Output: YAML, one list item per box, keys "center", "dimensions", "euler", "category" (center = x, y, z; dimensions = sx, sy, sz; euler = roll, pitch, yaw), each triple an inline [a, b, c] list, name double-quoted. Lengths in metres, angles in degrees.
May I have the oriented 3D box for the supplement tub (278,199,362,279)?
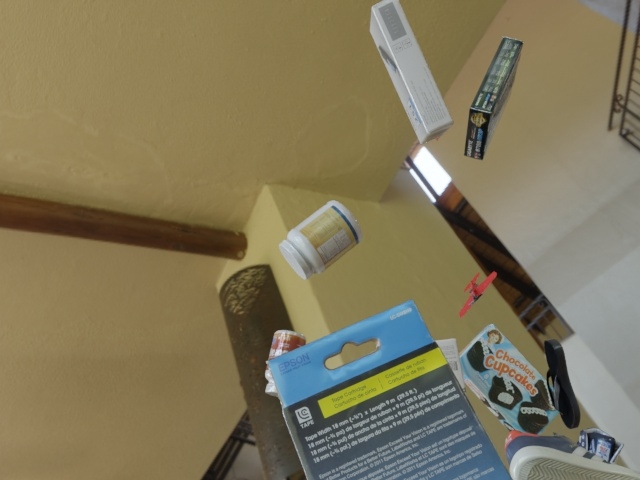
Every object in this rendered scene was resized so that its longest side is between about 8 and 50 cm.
- center: [0.000, 0.000, 1.414]
  dimensions: [0.199, 0.144, 0.144]
  euler: [-38, -40, -13]
  category: "supplement tub"

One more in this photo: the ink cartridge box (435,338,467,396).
- center: [0.302, 0.403, 1.426]
  dimensions: [0.171, 0.238, 0.100]
  euler: [-3, -17, -14]
  category: "ink cartridge box"

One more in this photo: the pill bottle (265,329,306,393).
- center: [-0.126, 0.436, 1.814]
  dimensions: [0.121, 0.216, 0.121]
  euler: [9, -26, 5]
  category: "pill bottle"

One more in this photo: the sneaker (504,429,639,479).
- center: [0.548, 0.481, 1.068]
  dimensions: [0.349, 0.148, 0.131]
  euler: [23, -80, -2]
  category: "sneaker"

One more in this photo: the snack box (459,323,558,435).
- center: [0.578, 0.442, 1.597]
  dimensions: [0.187, 0.322, 0.060]
  euler: [-39, -11, -18]
  category: "snack box"

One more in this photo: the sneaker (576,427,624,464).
- center: [0.623, 0.539, 1.160]
  dimensions: [0.099, 0.282, 0.153]
  euler: [15, -70, 17]
  category: "sneaker"

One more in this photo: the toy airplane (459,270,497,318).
- center: [0.397, 0.126, 1.324]
  dimensions: [0.151, 0.028, 0.151]
  euler: [-54, -5, -7]
  category: "toy airplane"

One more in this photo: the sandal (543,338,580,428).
- center: [0.663, 0.404, 1.449]
  dimensions: [0.054, 0.255, 0.097]
  euler: [-15, 0, -2]
  category: "sandal"

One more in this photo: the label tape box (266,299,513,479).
- center: [0.096, 0.285, 0.710]
  dimensions: [0.240, 0.334, 0.106]
  euler: [-21, -28, -7]
  category: "label tape box"

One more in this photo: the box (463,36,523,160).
- center: [0.398, -0.323, 1.191]
  dimensions: [0.220, 0.051, 0.175]
  euler: [-62, -21, -19]
  category: "box"

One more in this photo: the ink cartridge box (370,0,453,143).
- center: [0.203, -0.370, 1.195]
  dimensions: [0.066, 0.297, 0.261]
  euler: [-24, 0, 6]
  category: "ink cartridge box"
